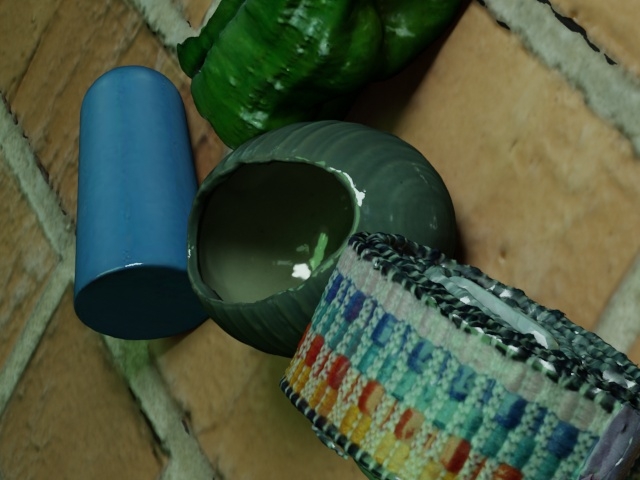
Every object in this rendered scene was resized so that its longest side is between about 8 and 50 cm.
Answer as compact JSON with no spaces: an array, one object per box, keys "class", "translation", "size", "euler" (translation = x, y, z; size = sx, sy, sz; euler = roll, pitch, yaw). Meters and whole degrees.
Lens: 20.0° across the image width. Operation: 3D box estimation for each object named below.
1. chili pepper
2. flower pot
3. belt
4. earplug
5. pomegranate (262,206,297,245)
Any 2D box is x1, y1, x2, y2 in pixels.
[{"class":"chili pepper","translation":[0.029,-0.219,1.489],"size":[0.167,0.213,0.385],"euler":[44,127,4]},{"class":"flower pot","translation":[0.000,0.000,1.446],"size":[0.243,0.157,0.189],"euler":[-6,81,43]},{"class":"belt","translation":[0.108,0.122,1.233],"size":[0.295,0.207,0.160],"euler":[34,102,39]},{"class":"earplug","translation":[-0.177,-0.052,1.750],"size":[0.132,0.132,0.273],"euler":[-40,44,39]},{"class":"pomegranate","translation":[-0.043,-0.014,1.595],"size":[0.084,0.073,0.073],"euler":[-23,60,48]}]
